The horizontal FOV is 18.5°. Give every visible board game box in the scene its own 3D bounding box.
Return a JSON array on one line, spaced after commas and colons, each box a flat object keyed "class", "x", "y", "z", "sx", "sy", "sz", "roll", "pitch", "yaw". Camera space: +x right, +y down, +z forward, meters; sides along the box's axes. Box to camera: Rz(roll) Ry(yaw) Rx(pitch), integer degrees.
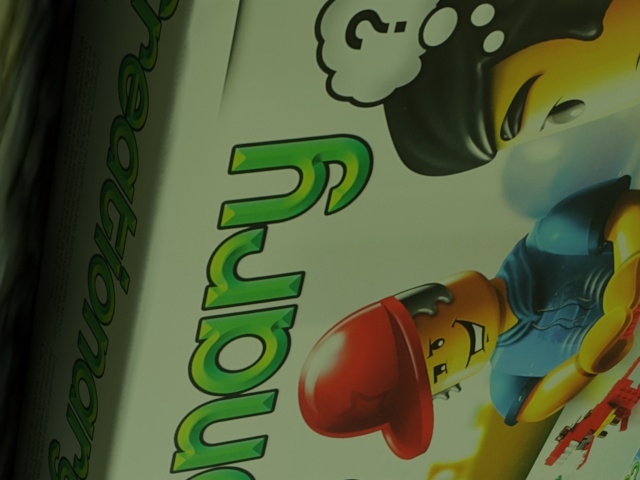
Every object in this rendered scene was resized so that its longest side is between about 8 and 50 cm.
[{"class": "board game box", "x": 0.025, "y": 0.045, "z": 0.466, "sx": 0.053, "sy": 0.193, "sz": 0.305, "roll": 53, "pitch": -38, "yaw": 43}]
